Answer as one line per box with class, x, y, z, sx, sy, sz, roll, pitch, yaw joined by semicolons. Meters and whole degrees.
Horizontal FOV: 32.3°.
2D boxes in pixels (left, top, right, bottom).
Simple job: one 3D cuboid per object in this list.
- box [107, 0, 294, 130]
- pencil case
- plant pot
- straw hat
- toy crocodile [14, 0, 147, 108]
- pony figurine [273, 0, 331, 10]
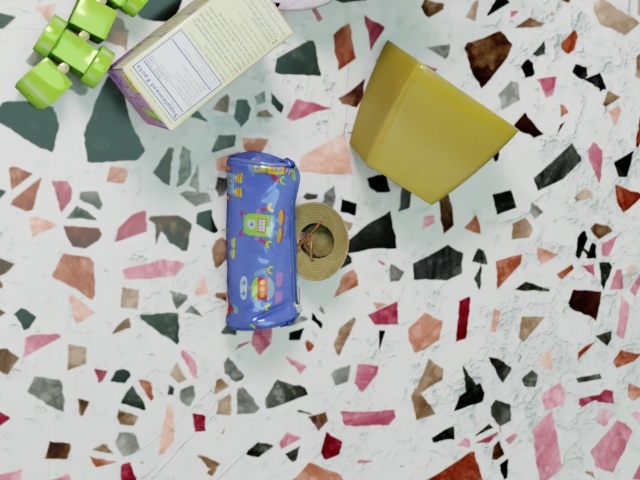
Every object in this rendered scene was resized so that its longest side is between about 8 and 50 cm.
box;-0.192;-0.292;1.711;0.243;0.213;0.117;-39;108;-9
pencil case;-0.094;0.005;1.840;0.133;0.119;0.306;2;100;11
plant pot;0.168;-0.188;1.865;0.212;0.212;0.187;31;102;-20
straw hat;0.000;0.000;1.898;0.061;0.144;0.145;0;101;-60
toy crocodile;-0.352;-0.351;1.718;0.115;0.105;0.341;32;83;-20
pony figurine;0.088;-0.505;1.735;0.363;0.351;0.303;-7;107;-37
